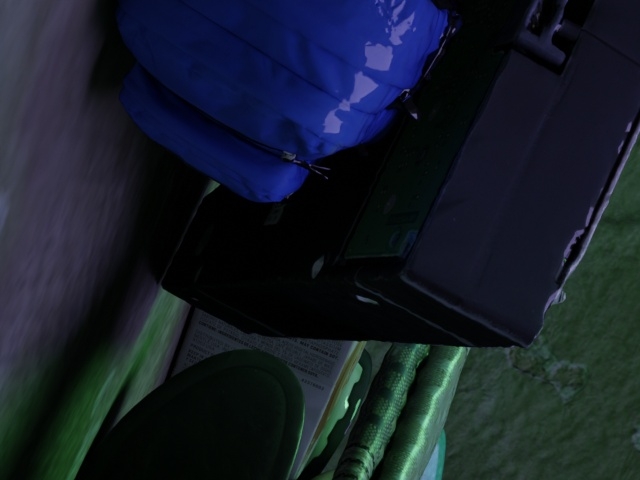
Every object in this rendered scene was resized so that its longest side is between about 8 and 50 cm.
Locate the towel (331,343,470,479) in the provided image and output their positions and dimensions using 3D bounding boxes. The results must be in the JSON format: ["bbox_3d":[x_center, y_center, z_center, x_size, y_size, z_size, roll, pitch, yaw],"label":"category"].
[{"bbox_3d":[-0.016,0.215,0.787,0.324,0.056,0.312,-62,174,-50],"label":"towel"}]

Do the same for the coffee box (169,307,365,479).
[{"bbox_3d":[0.000,0.000,1.129,0.141,0.098,0.246,-61,174,-54],"label":"coffee box"}]

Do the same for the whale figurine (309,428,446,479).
[{"bbox_3d":[0.005,0.229,1.145,0.272,0.141,0.216,-48,176,-36],"label":"whale figurine"}]

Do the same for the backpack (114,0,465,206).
[{"bbox_3d":[-0.011,-0.063,0.598,0.101,0.098,0.120,-62,177,5],"label":"backpack"}]

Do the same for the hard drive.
[{"bbox_3d":[0.047,-0.071,0.799,0.237,0.064,0.339,-65,-165,-11],"label":"hard drive"}]

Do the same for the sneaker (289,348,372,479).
[{"bbox_3d":[-0.057,0.148,1.252,0.234,0.097,0.084,-53,176,-15],"label":"sneaker"}]

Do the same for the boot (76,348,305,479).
[{"bbox_3d":[-0.093,0.190,1.073,0.280,0.096,0.264,96,18,-80],"label":"boot"}]
